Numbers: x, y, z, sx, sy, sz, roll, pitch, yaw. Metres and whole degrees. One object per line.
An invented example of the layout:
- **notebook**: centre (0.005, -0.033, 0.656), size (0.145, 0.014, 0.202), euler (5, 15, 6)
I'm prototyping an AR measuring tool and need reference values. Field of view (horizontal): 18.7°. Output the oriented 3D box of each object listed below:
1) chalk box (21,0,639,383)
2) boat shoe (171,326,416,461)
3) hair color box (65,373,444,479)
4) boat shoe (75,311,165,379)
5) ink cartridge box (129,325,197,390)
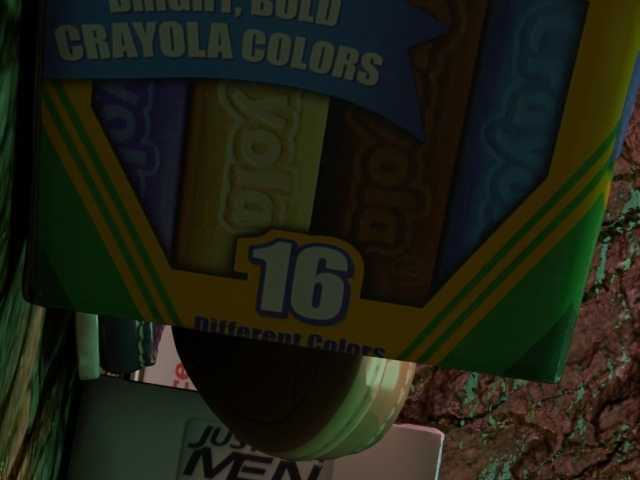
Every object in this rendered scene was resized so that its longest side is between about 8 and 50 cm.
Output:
- **chalk box**: centre (0.016, -0.129, 0.600), size (0.180, 0.179, 0.289), euler (-83, -178, -53)
- **boat shoe**: centre (0.000, 0.000, 0.938), size (0.121, 0.110, 0.341), euler (-49, -153, 17)
- **hair color box**: centre (-0.055, 0.248, 0.911), size (0.105, 0.174, 0.347), euler (109, -10, -81)
- **boat shoe**: centre (-0.055, -0.034, 0.834), size (0.254, 0.079, 0.095), euler (-81, -177, -54)
- **ink cartridge box**: centre (-0.059, 0.063, 1.323), size (0.353, 0.119, 0.207), euler (-87, -174, -79)
